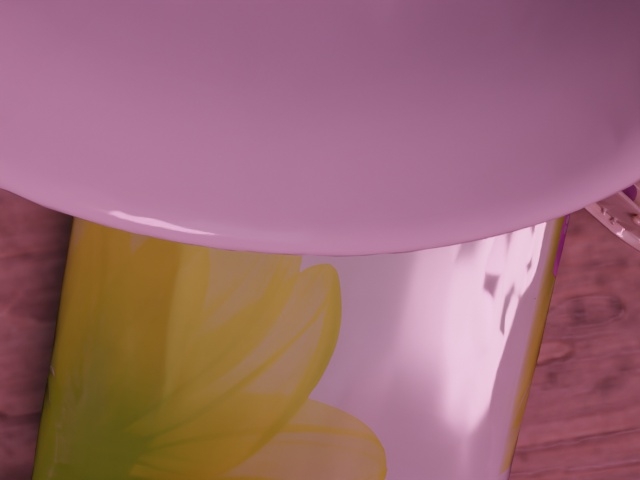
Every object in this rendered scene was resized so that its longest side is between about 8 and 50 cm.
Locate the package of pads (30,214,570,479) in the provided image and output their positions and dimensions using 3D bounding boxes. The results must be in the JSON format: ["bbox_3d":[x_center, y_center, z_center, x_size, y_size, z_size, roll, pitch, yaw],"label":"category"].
[{"bbox_3d":[0.000,0.000,0.625,0.229,0.101,0.296,11,100,1],"label":"package of pads"}]

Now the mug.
[{"bbox_3d":[-0.048,-0.192,0.460,0.374,0.276,0.328,-9,60,26],"label":"mug"}]

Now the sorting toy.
[{"bbox_3d":[0.168,-0.038,0.646,0.083,0.045,0.075,38,84,-21],"label":"sorting toy"}]
